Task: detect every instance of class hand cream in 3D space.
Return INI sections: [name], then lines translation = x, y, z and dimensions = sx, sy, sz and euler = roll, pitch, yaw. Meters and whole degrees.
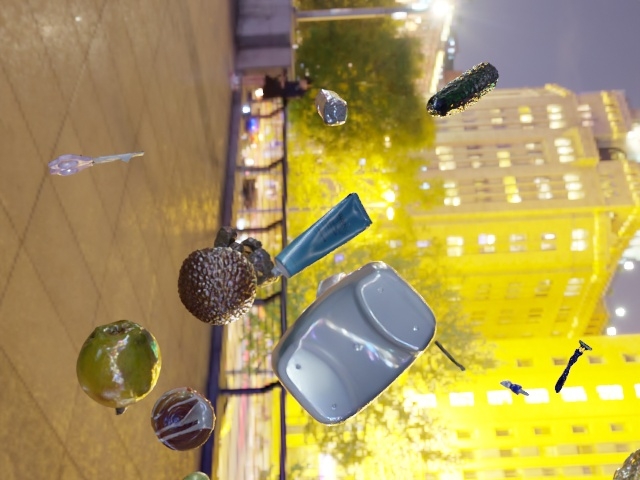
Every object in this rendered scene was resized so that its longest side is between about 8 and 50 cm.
[hand cream]
translation = 0.000, 0.000, 1.376
dimensions = 0.083, 0.224, 0.048
euler = 59, -17, -23

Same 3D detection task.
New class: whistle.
[whistle]
translation = 0.503, 0.384, 1.879
dimensions = 0.083, 0.033, 0.029
euler = 24, -63, 40

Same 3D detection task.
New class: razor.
[razor]
translation = 0.658, 0.337, 1.910
dimensions = 0.154, 0.044, 0.028
euler = -56, -178, -7

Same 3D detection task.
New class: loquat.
[loquat]
translation = -0.505, 0.332, 1.835
dimensions = 0.213, 0.213, 0.246
euler = -91, -177, -74

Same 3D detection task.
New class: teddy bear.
[teddy bear]
translation = -0.206, 0.061, 2.044
dimensions = 0.177, 0.190, 0.140
euler = 29, 88, -56

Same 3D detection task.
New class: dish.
[dish]
translation = 0.024, 0.177, 2.073
dimensions = 0.212, 0.077, 0.151
euler = -68, 165, -80

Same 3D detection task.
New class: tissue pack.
[tissue pack]
translation = 0.066, 0.208, 1.507
dimensions = 0.229, 0.333, 0.236
euler = 48, -3, -2

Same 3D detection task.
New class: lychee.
[lychee]
translation = -0.231, 0.105, 1.656
dimensions = 0.194, 0.194, 0.194
euler = -3, 90, -90

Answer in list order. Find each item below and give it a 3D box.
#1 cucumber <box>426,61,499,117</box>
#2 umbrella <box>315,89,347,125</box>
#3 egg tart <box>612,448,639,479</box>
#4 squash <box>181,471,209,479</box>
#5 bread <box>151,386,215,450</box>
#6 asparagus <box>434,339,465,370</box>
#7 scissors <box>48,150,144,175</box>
[cucumber]
translation = 0.288, -0.299, 1.464
dimensions = 0.293, 0.067, 0.067
euler = -38, 133, -49
[umbrella]
translation = 0.025, -0.366, 1.971
dimensions = 0.337, 0.067, 0.073
euler = -105, -151, -72
[egg tart]
translation = 0.868, 0.659, 1.857
dimensions = 0.098, 0.232, 0.252
euler = 65, 31, -48
[squash]
translation = -0.389, 0.719, 1.916
dimensions = 0.250, 0.083, 0.083
euler = -47, 163, -17
[bread]
translation = -0.350, 0.455, 1.846
dimensions = 0.073, 0.160, 0.160
euler = 176, -89, -67
[asparagus]
translation = 0.400, 0.357, 2.238
dimensions = 0.127, 0.018, 0.015
euler = 45, 15, 17
[scissors]
translation = -0.502, -0.178, 1.634
dimensions = 0.110, 0.212, 0.021
euler = 144, -66, -68
